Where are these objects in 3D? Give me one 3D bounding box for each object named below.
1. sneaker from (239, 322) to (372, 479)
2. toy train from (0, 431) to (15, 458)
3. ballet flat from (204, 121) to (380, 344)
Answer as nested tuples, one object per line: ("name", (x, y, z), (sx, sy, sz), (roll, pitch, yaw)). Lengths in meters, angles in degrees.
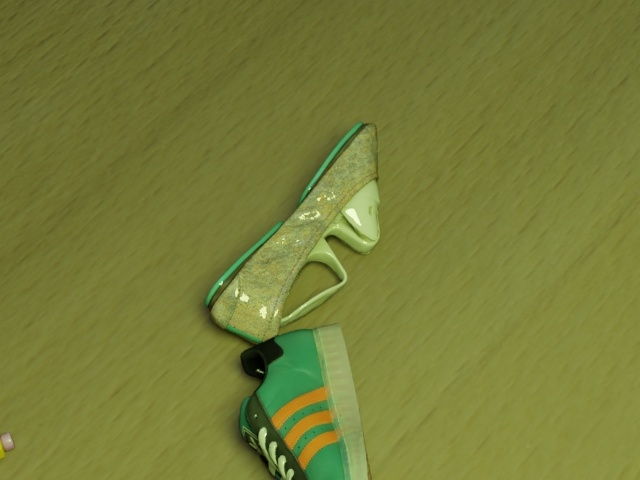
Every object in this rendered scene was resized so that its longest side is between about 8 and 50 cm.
("sneaker", (-0.015, 0.210, 1.333), (0.121, 0.108, 0.302), (-10, 40, -1))
("toy train", (-0.393, 0.218, 1.406), (0.166, 0.046, 0.125), (31, 59, 29))
("ballet flat", (0.000, 0.000, 1.528), (0.106, 0.107, 0.316), (36, 65, 9))
